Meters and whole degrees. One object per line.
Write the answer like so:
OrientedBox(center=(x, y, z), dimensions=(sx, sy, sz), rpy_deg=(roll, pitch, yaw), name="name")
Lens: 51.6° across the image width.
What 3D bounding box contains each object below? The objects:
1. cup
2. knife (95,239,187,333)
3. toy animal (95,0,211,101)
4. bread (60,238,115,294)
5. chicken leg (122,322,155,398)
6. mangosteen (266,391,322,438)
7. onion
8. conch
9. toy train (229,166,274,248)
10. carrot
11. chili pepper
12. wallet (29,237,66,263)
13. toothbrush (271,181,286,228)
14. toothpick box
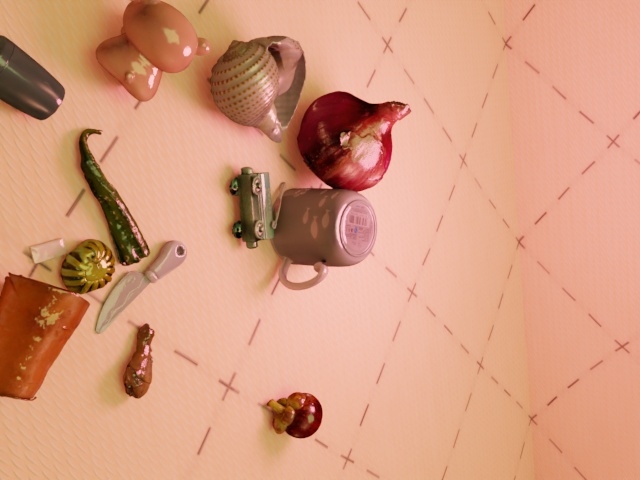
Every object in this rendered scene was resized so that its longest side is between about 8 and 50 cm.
OrientedBox(center=(0.000, 0.000, 2.105), dimensions=(0.259, 0.274, 0.356), rpy_deg=(43, 60, -39), name="cup")
OrientedBox(center=(-0.483, 0.111, 1.757), dimensions=(0.331, 0.044, 0.080), rpy_deg=(-46, 124, -32), name="knife")
OrientedBox(center=(-0.433, -0.473, 1.637), dimensions=(0.210, 0.229, 0.221), rpy_deg=(45, 62, -33), name="toy animal")
OrientedBox(center=(-0.570, 0.066, 1.631), dimensions=(0.139, 0.071, 0.130), rpy_deg=(-29, 117, -43), name="bread")
OrientedBox(center=(-0.475, 0.317, 1.753), dimensions=(0.085, 0.069, 0.197), rpy_deg=(26, 66, -47), name="chicken leg")
OrientedBox(center=(-0.078, 0.563, 2.142), dimensions=(0.181, 0.146, 0.156), rpy_deg=(36, 68, -43), name="mangosteen")
OrientedBox(center=(0.127, -0.347, 2.150), dimensions=(0.348, 0.385, 0.347), rpy_deg=(38, 36, -35), name="onion")
OrientedBox(center=(-0.186, -0.456, 1.930), dimensions=(0.303, 0.215, 0.319), rpy_deg=(-50, 158, -27), name="conch")
OrientedBox(center=(-0.199, -0.102, 2.025), dimensions=(0.159, 0.101, 0.248), rpy_deg=(-15, 104, -63), name="toy train")
OrientedBox(center=(-0.650, 0.222, 1.464), dimensions=(0.196, 0.196, 0.254), rpy_deg=(33, 68, -44), name="carrot")
OrientedBox(center=(-0.528, -0.106, 1.673), dimensions=(0.085, 0.076, 0.359), rpy_deg=(-23, 111, -18), name="chili pepper")
OrientedBox(center=(-0.650, 0.024, 1.582), dimensions=(0.083, 0.011, 0.044), rpy_deg=(-21, 108, -46), name="wallet")
OrientedBox(center=(-0.132, -0.112, 2.094), dimensions=(0.022, 0.017, 0.204), rpy_deg=(66, 25, -43), name="toothbrush")
OrientedBox(center=(-0.666, -0.352, 1.467), dimensions=(0.184, 0.120, 0.120), rpy_deg=(40, 63, -45), name="toothpick box")
